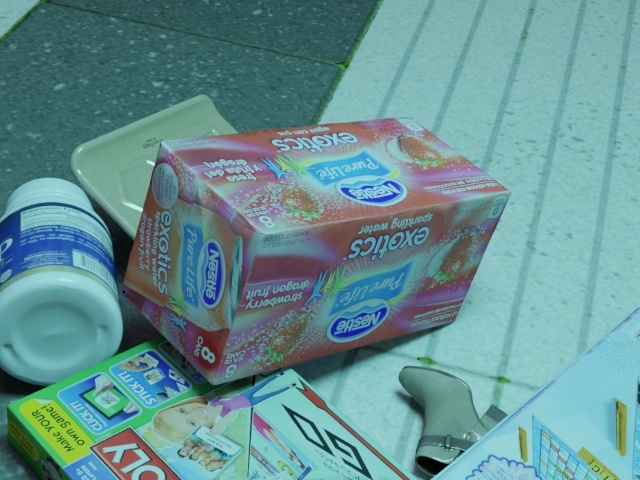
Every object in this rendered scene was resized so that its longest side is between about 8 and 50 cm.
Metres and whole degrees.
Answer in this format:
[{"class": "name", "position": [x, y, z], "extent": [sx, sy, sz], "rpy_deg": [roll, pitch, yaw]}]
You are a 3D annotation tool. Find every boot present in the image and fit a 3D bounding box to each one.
[{"class": "boot", "position": [0.100, 0.155, 1.048], "extent": [0.118, 0.042, 0.087], "rpy_deg": [23, 41, 21]}]

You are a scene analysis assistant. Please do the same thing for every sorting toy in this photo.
[{"class": "sorting toy", "position": [-0.111, -0.032, 1.216], "extent": [0.208, 0.038, 0.193], "rpy_deg": [48, 45, 11]}]

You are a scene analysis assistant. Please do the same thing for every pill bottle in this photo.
[{"class": "pill bottle", "position": [-0.232, 0.028, 1.100], "extent": [0.112, 0.112, 0.186], "rpy_deg": [-2, 33, -12]}]

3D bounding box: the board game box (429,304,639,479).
[{"class": "board game box", "position": [0.267, 0.226, 0.920], "extent": [0.319, 0.066, 0.318], "rpy_deg": [39, 46, 23]}]

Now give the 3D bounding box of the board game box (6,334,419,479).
[{"class": "board game box", "position": [-0.065, 0.188, 0.972], "extent": [0.213, 0.046, 0.317], "rpy_deg": [-23, 46, -36]}]

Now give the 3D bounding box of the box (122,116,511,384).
[{"class": "box", "position": [0.000, 0.000, 1.098], "extent": [0.300, 0.154, 0.142], "rpy_deg": [-10, 40, -43]}]
